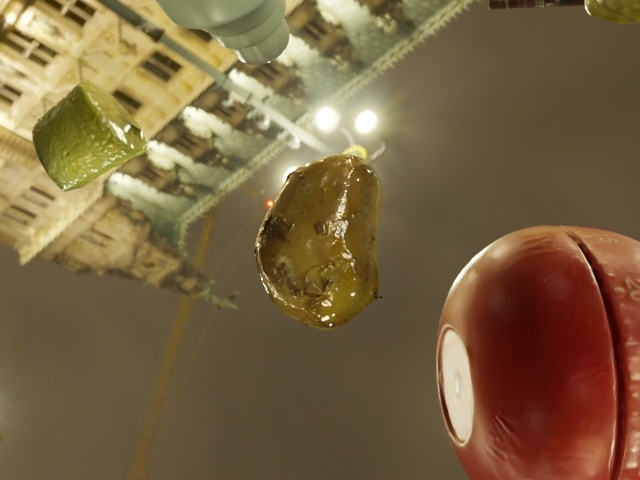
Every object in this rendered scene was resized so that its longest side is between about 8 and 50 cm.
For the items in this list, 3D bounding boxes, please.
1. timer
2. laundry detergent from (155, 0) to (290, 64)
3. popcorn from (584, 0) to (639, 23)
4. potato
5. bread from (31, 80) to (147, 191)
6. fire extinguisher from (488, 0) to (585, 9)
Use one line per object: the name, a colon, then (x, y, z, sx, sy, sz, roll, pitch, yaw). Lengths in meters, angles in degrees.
timer: (0.298, 0.169, 1.043, 0.378, 0.279, 0.378, 179, -90, -82)
laundry detergent: (-0.121, -0.313, 0.721, 0.124, 0.398, 0.264, -9, -119, 16)
popcorn: (0.369, -0.374, 0.869, 0.250, 0.242, 0.235, -19, -117, 15)
potato: (0.000, 0.000, 0.821, 0.137, 0.137, 0.176, -18, -125, 44)
bread: (-0.282, -0.126, 1.007, 0.114, 0.111, 0.129, -37, -178, 3)
fire extinguisher: (0.295, -0.319, 1.055, 0.158, 0.064, 0.043, 1, -89, 16)
